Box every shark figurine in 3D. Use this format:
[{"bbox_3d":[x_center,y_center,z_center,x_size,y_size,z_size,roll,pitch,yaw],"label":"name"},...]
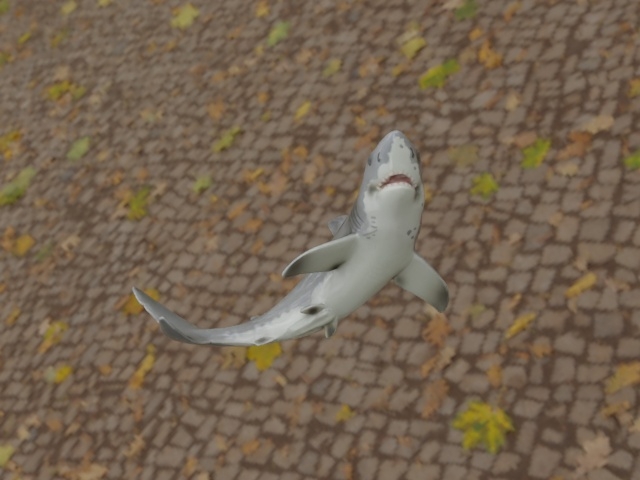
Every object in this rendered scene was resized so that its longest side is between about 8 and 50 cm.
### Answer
[{"bbox_3d":[-0.009,0.023,0.919,0.278,0.166,0.116,-34,36,14],"label":"shark figurine"}]
